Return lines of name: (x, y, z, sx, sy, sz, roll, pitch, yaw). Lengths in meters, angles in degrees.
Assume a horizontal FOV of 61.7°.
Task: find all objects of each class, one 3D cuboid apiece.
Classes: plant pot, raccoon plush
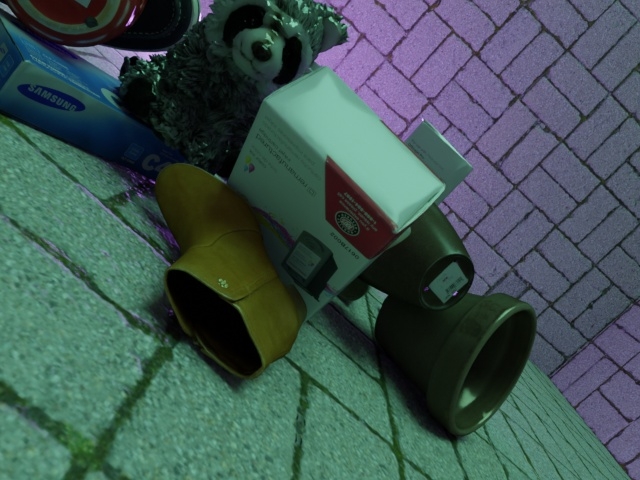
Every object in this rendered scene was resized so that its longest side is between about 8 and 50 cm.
plant pot: (0.229, 0.185, 0.995, 0.229, 0.263, 0.263, 30, 0, 39)
plant pot: (0.156, 0.018, 0.941, 0.215, 0.215, 0.230, 36, 7, -36)
plant pot: (-0.338, -0.362, 0.736, 0.191, 0.191, 0.174, 37, 17, -30)
raccoon plush: (-0.156, -0.308, 0.846, 0.216, 0.299, 0.446, 33, 14, -41)

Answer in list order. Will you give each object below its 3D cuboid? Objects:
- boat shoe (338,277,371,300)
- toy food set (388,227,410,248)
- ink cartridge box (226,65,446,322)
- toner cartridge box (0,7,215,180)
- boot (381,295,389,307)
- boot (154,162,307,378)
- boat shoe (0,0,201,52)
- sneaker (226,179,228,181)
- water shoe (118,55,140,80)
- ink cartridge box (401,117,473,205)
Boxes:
boat shoe: (0.000, 0.000, 1.170, 0.302, 0.113, 0.103, 55, 11, 6)
toy food set: (-0.016, -0.082, 0.903, 0.092, 0.306, 0.219, -42, 111, -38)
ink cartridge box: (-0.012, -0.045, 0.749, 0.226, 0.306, 0.131, 45, 51, 5)
toner cartridge box: (-0.320, -0.190, 0.801, 0.165, 0.075, 0.348, 48, 12, 31)
boot: (0.258, 0.245, 1.249, 0.229, 0.091, 0.263, 43, 13, -31)
boot: (-0.131, 0.016, 0.626, 0.295, 0.104, 0.211, 49, 11, 6)
boat shoe: (-0.441, -0.435, 0.853, 0.501, 0.186, 0.156, 22, 24, -9)
sneaker: (-0.172, -0.192, 1.185, 0.229, 0.132, 0.086, 45, 11, 6)
water shoe: (-0.329, -0.320, 1.104, 0.203, 0.080, 0.073, 23, 28, 10)
ink cartridge box: (0.166, -0.094, 1.335, 0.166, 0.395, 0.285, 43, 11, -2)
